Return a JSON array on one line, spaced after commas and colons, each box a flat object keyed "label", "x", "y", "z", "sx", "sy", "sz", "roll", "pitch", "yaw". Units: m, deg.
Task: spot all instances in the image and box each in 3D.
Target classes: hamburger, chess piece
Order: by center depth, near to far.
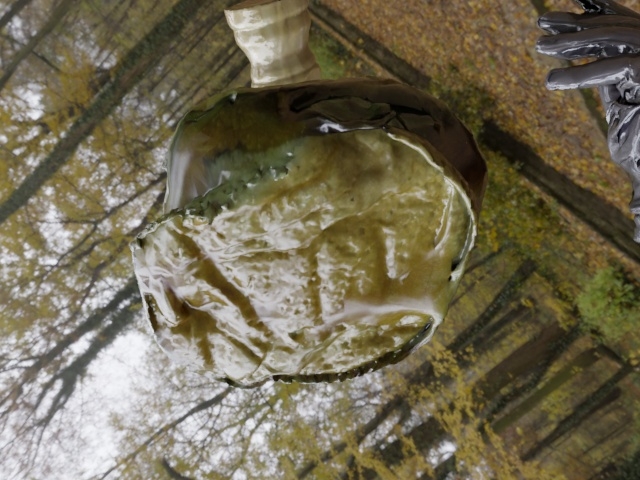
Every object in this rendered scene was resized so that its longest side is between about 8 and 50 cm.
[{"label": "hamburger", "x": -0.001, "y": -0.002, "z": 0.428, "sx": 0.134, "sy": 0.285, "sz": 0.265, "roll": -100, "pitch": 11, "yaw": -49}, {"label": "chess piece", "x": -0.054, "y": -0.263, "z": 0.872, "sx": 0.137, "sy": 0.137, "sz": 0.301, "roll": -115, "pitch": 7, "yaw": -56}]

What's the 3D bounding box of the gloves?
[{"label": "gloves", "x": 0.312, "y": -0.127, "z": 0.503, "sx": 0.142, "sy": 0.119, "sz": 0.285, "roll": 1, "pitch": -117, "yaw": -63}]
